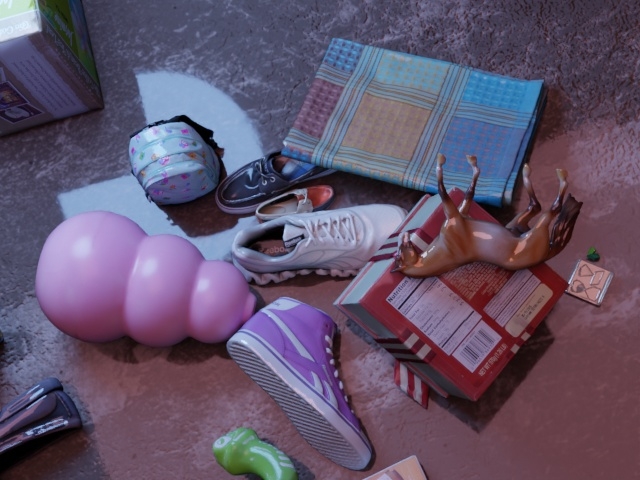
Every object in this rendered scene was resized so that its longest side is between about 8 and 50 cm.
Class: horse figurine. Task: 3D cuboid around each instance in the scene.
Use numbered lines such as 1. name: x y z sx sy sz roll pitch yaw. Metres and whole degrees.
1. horse figurine: 0.236 -0.022 1.683 0.263 0.066 0.174 6 98 -13

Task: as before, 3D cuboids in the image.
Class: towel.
1. towel: 0.153 -0.192 1.978 0.370 0.040 0.271 14 54 12

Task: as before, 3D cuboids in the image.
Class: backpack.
1. backpack: -0.231 -0.123 1.986 0.152 0.182 0.115 -27 73 0

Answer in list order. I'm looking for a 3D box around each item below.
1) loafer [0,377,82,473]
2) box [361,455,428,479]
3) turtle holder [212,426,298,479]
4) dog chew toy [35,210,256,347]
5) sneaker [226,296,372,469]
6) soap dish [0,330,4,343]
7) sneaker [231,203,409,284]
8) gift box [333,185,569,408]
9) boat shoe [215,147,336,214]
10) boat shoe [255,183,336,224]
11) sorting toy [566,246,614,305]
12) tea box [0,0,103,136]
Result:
1. loafer: -0.509 0.339 1.945 0.302 0.109 0.095 -39 78 -7
2. box: 0.094 0.414 1.845 0.171 0.091 0.130 -27 73 0
3. turtle holder: -0.146 0.444 1.792 0.228 0.243 0.320 6 96 31
4. dog chew toy: -0.264 0.072 1.938 0.332 0.206 0.206 11 77 3
5. sneaker: 0.007 0.206 1.911 0.282 0.102 0.161 49 55 -3
6. soap dish: -0.630 0.203 1.942 0.118 0.229 0.291 42 84 -1
7. sneaker: 0.000 0.000 1.957 0.292 0.118 0.110 -12 72 3
8. gift box: 0.190 0.100 1.837 0.255 0.258 0.276 -45 94 -7
9. boat shoe: -0.067 -0.112 2.015 0.229 0.076 0.080 -19 73 2
10. boat shoe: -0.039 -0.060 2.013 0.137 0.043 0.049 -19 69 -3
11. sorting toy: 0.421 0.053 1.937 0.062 0.012 0.083 23 83 18
12. tea box: -0.524 -0.382 2.020 0.220 0.329 0.323 -15 75 3
